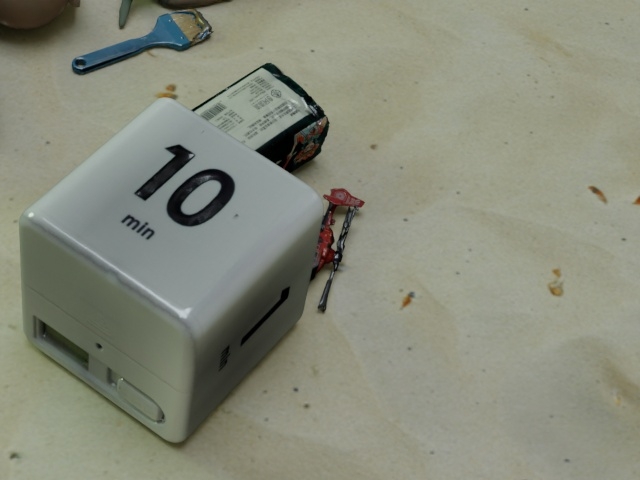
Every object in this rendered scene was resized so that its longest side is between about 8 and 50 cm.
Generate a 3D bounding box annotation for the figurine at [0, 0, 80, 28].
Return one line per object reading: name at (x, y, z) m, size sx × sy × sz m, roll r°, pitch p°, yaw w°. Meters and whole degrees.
figurine at (-0.319, -0.287, 1.626) m, size 0.138 × 0.125 × 0.125 m, roll 9°, pitch 51°, yaw -8°

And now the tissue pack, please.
tissue pack at (-0.084, -0.096, 1.535) m, size 0.103 × 0.090 × 0.170 m, roll 40°, pitch 58°, yaw 22°

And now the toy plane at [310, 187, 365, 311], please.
toy plane at (0.000, 0.000, 1.507) m, size 0.060 × 0.037 × 0.145 m, roll 21°, pitch 52°, yaw 2°

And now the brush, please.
brush at (-0.196, -0.213, 1.660) m, size 0.164 × 0.014 × 0.051 m, roll -25°, pitch 58°, yaw -25°

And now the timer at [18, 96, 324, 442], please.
timer at (-0.134, 0.025, 1.361) m, size 0.192 × 0.194 × 0.195 m, roll 33°, pitch 55°, yaw 16°

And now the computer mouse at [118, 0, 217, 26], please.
computer mouse at (-0.132, -0.399, 1.738) m, size 0.199 × 0.115 × 0.389 m, roll 27°, pitch 81°, yaw -7°
